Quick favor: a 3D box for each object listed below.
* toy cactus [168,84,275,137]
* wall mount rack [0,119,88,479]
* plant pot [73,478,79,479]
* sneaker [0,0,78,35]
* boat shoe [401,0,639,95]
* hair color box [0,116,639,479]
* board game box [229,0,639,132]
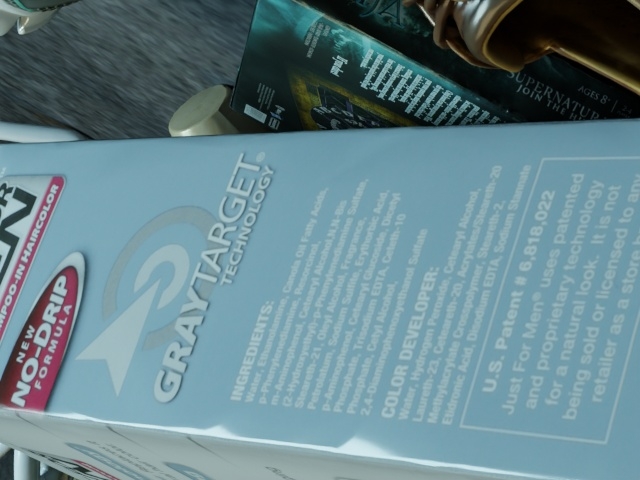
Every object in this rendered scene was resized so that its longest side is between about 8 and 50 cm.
[{"bbox_3d":[0.000,0.000,0.814,0.180,0.112,0.219,55,161,-27],"label":"toy cactus"},{"bbox_3d":[-0.207,0.100,1.071,0.130,0.304,0.350,6,-159,-1],"label":"wall mount rack"},{"bbox_3d":[-0.037,0.087,1.042,0.187,0.212,0.212,16,172,-6],"label":"plant pot"},{"bbox_3d":[-0.122,-0.128,0.559,0.076,0.065,0.166,-2,157,39],"label":"sneaker"},{"bbox_3d":[0.040,-0.068,0.359,0.178,0.060,0.064,26,171,13],"label":"boat shoe"},{"bbox_3d":[0.049,0.050,0.579,0.374,0.113,0.185,0,155,43],"label":"hair color box"},{"bbox_3d":[0.032,-0.047,0.608,0.126,0.026,0.186,28,171,-2],"label":"board game box"}]
